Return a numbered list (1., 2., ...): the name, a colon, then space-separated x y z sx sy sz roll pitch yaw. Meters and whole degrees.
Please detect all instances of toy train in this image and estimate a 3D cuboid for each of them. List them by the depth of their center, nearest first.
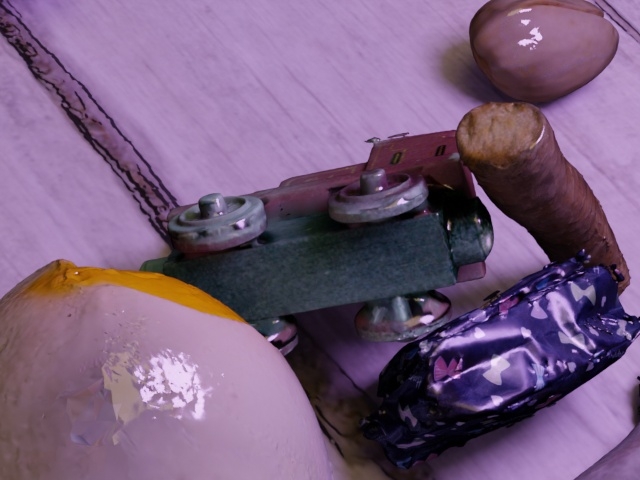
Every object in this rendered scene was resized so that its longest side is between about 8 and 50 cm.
1. toy train: 0.000 0.000 1.295 0.304 0.150 0.221 -10 19 11

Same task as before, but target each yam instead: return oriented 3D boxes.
1. yam: 0.203 -0.024 1.309 0.081 0.357 0.081 -9 65 20

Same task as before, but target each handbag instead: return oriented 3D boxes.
1. handbag: 0.154 0.104 1.284 0.260 0.162 0.113 -25 75 -30

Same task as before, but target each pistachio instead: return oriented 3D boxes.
1. pistachio: 0.235 -0.210 1.584 0.185 0.124 0.124 -16 57 -29

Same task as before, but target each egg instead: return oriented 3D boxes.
1. egg: -0.154 0.157 1.085 0.337 0.201 0.337 -1 68 1

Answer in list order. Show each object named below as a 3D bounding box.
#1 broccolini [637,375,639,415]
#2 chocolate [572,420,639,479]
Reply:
1. broccolini: 0.363 0.200 1.330 0.123 0.062 0.271 -11 57 -10
2. chocolate: 0.270 0.253 1.211 0.303 0.100 0.185 -38 73 -23
